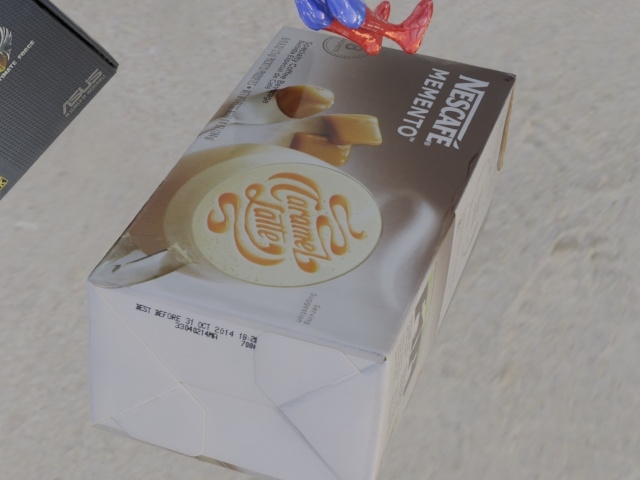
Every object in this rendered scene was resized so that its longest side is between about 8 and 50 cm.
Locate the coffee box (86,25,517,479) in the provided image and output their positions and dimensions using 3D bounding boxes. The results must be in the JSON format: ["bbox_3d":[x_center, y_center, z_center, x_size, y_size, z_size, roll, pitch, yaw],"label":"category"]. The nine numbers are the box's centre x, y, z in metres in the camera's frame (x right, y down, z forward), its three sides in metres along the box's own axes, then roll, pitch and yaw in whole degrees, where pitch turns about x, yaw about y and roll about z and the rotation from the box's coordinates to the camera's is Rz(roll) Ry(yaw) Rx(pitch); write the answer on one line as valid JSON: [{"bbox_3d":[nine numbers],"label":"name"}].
[{"bbox_3d":[0.000,0.000,0.714,0.141,0.246,0.098,15,129,13],"label":"coffee box"}]

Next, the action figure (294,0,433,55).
[{"bbox_3d":[-0.017,-0.089,0.449,0.038,0.115,0.030,18,91,54],"label":"action figure"}]

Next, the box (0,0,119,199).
[{"bbox_3d":[-0.256,-0.073,0.883,0.233,0.183,0.059,-48,63,0],"label":"box"}]
